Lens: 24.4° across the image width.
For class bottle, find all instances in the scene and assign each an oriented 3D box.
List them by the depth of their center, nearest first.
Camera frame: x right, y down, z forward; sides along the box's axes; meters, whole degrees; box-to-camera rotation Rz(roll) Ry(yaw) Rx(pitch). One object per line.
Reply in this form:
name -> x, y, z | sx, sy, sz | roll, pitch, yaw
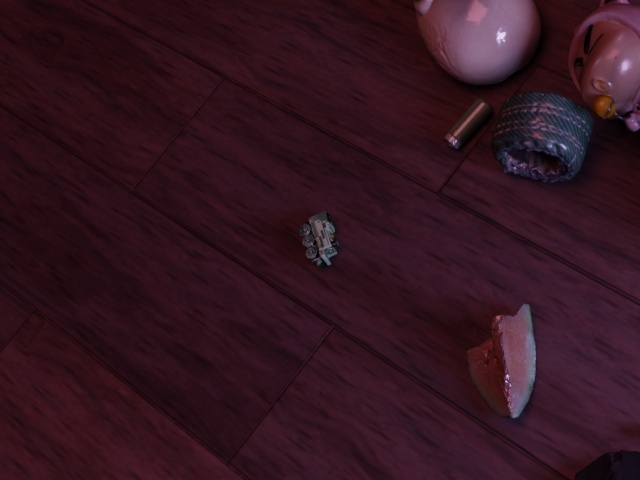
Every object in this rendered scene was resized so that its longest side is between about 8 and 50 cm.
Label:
bottle -> 0.220, -0.173, 2.203 | 0.083, 0.030, 0.030 | -48, 51, -4

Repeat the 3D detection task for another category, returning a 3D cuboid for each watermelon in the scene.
watermelon -> 0.237, 0.168, 1.964 | 0.101, 0.080, 0.155 | -23, 68, 26

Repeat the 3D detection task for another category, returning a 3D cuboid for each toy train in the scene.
toy train -> 0.000, 0.000, 2.214 | 0.053, 0.033, 0.083 | -25, 53, 8

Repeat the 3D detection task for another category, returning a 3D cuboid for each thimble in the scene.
thimble -> 0.310, -0.145, 2.079 | 0.135, 0.118, 0.090 | 7, 64, 33

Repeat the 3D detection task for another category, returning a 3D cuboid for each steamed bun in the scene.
steamed bun -> 0.230, -0.349, 2.242 | 0.177, 0.131, 0.228 | -31, 53, 10

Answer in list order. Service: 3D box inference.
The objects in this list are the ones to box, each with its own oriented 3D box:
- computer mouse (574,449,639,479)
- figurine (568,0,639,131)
computer mouse -> 0.366, 0.353, 1.771 | 0.122, 0.073, 0.217 | -13, 55, 22
figurine -> 0.450, -0.220, 2.022 | 0.287, 0.186, 0.176 | 50, 131, 24
